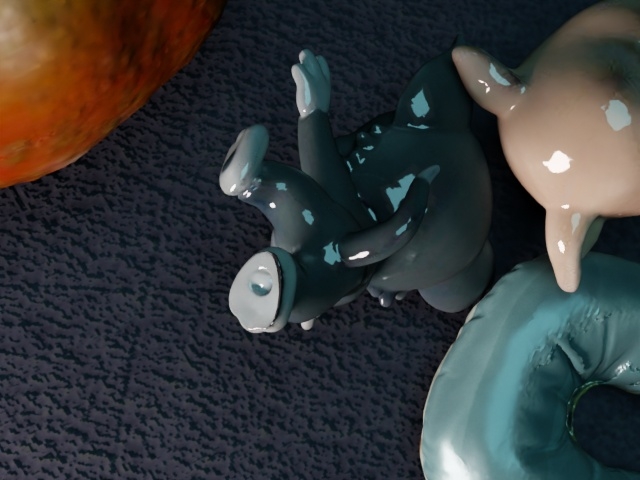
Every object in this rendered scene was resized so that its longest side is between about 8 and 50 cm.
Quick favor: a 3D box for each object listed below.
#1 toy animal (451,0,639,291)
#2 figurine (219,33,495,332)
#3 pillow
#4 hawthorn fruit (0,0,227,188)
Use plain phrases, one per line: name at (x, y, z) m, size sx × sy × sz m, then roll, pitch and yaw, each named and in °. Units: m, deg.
toy animal at (0.218, -0.100, 0.867) m, size 0.250 × 0.154 × 0.166 m, roll -28°, pitch 76°, yaw -35°
figurine at (0.029, -0.029, 0.806) m, size 0.140 × 0.265 × 0.193 m, roll -7°, pitch 98°, yaw 17°
pillow at (0.181, 0.124, 0.880) m, size 0.214 × 0.086 × 0.233 m, roll 24°, pitch 81°, yaw -7°
hawthorn fruit at (-0.238, -0.240, 0.757) m, size 0.403 × 0.403 × 0.403 m, roll 1°, pitch 81°, yaw -4°
